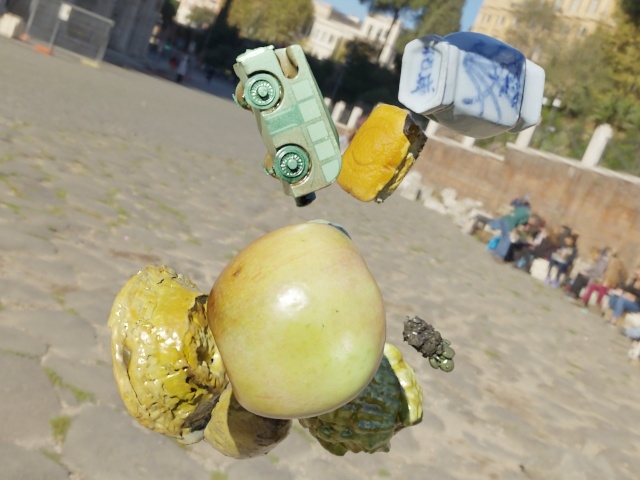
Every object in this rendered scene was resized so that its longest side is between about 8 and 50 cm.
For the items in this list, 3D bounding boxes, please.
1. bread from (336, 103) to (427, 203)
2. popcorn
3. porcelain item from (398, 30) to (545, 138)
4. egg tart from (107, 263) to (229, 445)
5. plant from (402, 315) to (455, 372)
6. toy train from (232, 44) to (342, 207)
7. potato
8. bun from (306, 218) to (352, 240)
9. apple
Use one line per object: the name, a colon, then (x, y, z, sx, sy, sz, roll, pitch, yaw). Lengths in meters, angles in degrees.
bread: (0.149, -0.209, 2.053, 0.121, 0.245, 0.174, 32, 9, -40)
popcorn: (0.076, 0.378, 1.984, 0.335, 0.274, 0.279, -9, -5, 19)
porcelain item: (0.362, -0.362, 1.944, 0.178, 0.242, 0.405, 13, 9, 42)
egg tart: (-0.249, 0.196, 1.530, 0.129, 0.341, 0.341, -16, -4, 19)
plant: (0.246, 0.233, 1.841, 0.174, 0.087, 0.085, 47, 29, -26)
toy train: (-0.060, -0.230, 1.647, 0.159, 0.326, 0.129, -23, 12, -8)
potato: (-0.180, 0.470, 2.206, 0.229, 0.229, 0.266, 20, -19, -14)
bun: (0.000, 0.000, 2.389, 0.195, 0.118, 0.195, 4, -8, 1)
apple: (-0.049, 0.140, 1.398, 0.277, 0.319, 0.319, -19, 25, -20)
